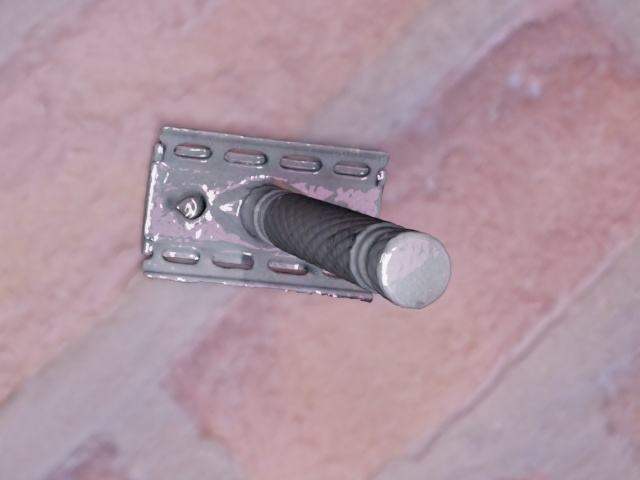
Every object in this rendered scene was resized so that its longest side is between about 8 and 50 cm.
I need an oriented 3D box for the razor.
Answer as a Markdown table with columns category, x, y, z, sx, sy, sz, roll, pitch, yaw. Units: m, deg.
| category | x | y | z | sx | sy | sz | roll | pitch | yaw |
| --- | --- | --- | --- | --- | --- | --- | --- | --- | --- |
| razor | 0.000 | 0.000 | 0.670 | 0.106 | 0.232 | 0.068 | 6 | 95 | -14 |
